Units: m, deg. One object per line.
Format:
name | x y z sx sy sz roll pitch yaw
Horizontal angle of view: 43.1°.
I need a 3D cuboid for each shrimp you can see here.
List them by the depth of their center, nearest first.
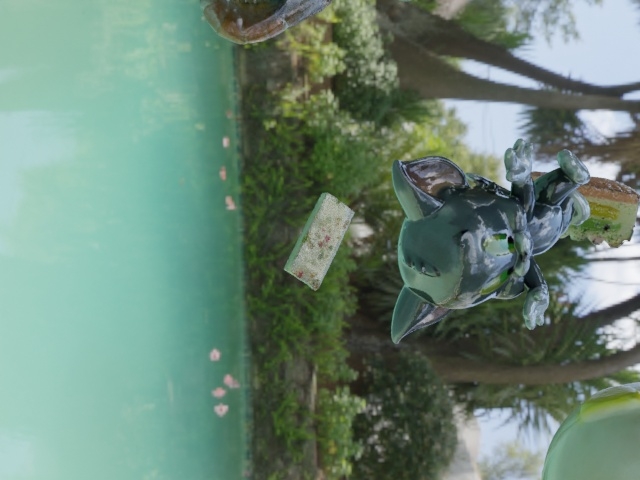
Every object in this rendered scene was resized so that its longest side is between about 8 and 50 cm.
shrimp | -0.067 -0.384 1.224 0.143 0.251 0.052 65 -27 -1

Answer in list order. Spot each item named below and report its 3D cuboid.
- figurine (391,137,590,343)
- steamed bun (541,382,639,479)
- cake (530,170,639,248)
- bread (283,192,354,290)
figurine | 0.179 -0.025 0.823 0.265 0.140 0.193 -37 132 -43
steamed bun | 0.506 0.363 1.141 0.334 0.374 0.333 15 90 -75
cake | 0.440 -0.063 1.440 0.090 0.226 0.109 -76 175 -66
bread | 0.000 0.000 1.324 0.028 0.068 0.153 0 -121 59
